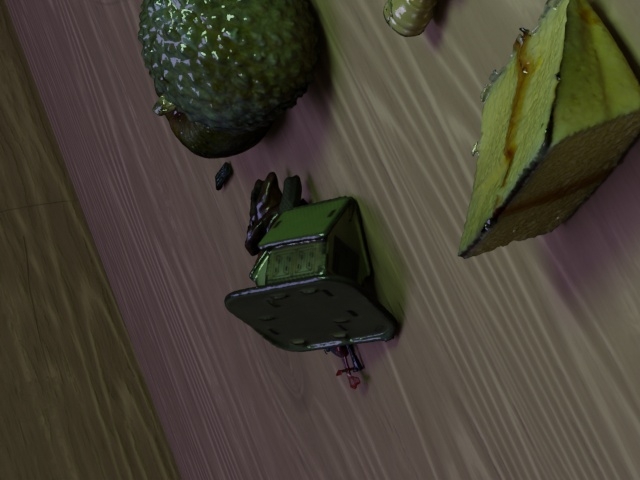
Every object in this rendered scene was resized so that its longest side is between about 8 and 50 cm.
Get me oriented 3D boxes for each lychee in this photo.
[{"bbox_3d":[-0.134,-0.286,1.544,0.274,0.255,0.255,31,-161,-50],"label":"lychee"}]

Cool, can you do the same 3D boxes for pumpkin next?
[{"bbox_3d":[-0.193,-0.252,1.793,0.260,0.189,0.260,51,151,45],"label":"pumpkin"}]

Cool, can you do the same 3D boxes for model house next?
[{"bbox_3d":[0.000,0.000,1.620,0.205,0.219,0.278,44,-135,-48],"label":"model house"}]

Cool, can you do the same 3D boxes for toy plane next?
[{"bbox_3d":[0.034,0.174,1.753,0.060,0.037,0.145,-39,65,56],"label":"toy plane"}]

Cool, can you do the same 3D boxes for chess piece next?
[{"bbox_3d":[0.126,-0.294,1.179,0.060,0.060,0.172,68,154,15],"label":"chess piece"}]

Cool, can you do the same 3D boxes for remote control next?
[{"bbox_3d":[-0.190,-0.127,2.103,0.091,0.016,0.034,139,129,-66],"label":"remote control"}]

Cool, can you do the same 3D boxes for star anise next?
[{"bbox_3d":[-0.083,0.014,1.826,0.272,0.103,0.271,37,134,52],"label":"star anise"}]

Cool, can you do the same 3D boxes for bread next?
[{"bbox_3d":[0.189,-0.117,1.044,0.178,0.135,0.240,65,159,19],"label":"bread"}]
